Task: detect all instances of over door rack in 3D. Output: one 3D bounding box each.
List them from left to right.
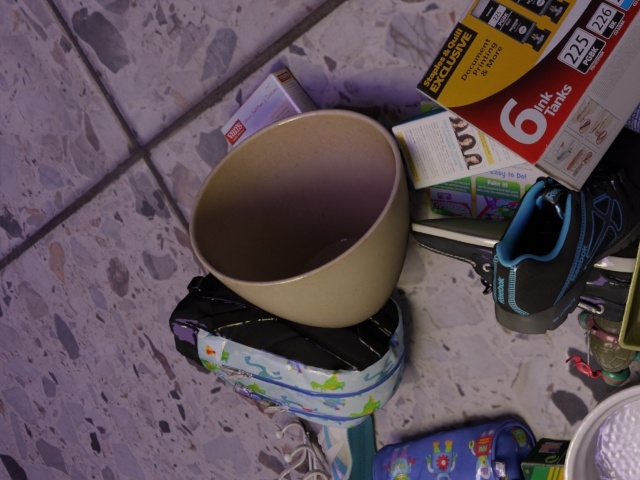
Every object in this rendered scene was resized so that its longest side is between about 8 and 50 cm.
[{"bbox_3d":[-0.015,0.539,1.944,0.239,0.108,0.324,-130,23,-72],"label":"over door rack"}]

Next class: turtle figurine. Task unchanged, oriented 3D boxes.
[{"bbox_3d":[0.434,0.121,1.435,0.175,0.118,0.234,18,118,31],"label":"turtle figurine"}]

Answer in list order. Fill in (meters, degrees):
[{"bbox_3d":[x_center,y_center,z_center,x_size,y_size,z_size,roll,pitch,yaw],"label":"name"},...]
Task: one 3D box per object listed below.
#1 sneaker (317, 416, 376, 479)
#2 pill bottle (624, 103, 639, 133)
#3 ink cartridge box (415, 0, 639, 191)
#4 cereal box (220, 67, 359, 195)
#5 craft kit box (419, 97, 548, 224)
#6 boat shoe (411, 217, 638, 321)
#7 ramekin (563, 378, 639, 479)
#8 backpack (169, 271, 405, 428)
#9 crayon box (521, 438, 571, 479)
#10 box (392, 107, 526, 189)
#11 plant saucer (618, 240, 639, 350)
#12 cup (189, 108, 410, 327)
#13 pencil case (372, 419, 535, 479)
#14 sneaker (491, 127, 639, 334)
[{"bbox_3d":[0.047,0.399,1.925,0.092,0.087,0.229,24,124,42],"label":"sneaker"},{"bbox_3d":[0.405,-0.197,1.269,0.219,0.123,0.123,28,128,23],"label":"pill bottle"},{"bbox_3d":[0.269,-0.264,1.210,0.272,0.130,0.309,40,104,37],"label":"ink cartridge box"},{"bbox_3d":[-0.044,-0.145,1.711,0.240,0.047,0.173,53,133,3],"label":"cereal box"},{"bbox_3d":[0.270,-0.082,1.492,0.250,0.061,0.247,13,123,34],"label":"craft kit box"},{"bbox_3d":[0.278,0.041,1.423,0.340,0.127,0.113,10,106,28],"label":"boat shoe"},{"bbox_3d":[0.484,0.321,1.420,0.277,0.135,0.277,1,94,17],"label":"ramekin"},{"bbox_3d":[-0.025,0.162,1.733,0.355,0.290,0.273,6,126,29],"label":"backpack"},{"bbox_3d":[0.463,0.477,1.626,0.202,0.081,0.318,-7,109,40],"label":"crayon box"},{"bbox_3d":[0.223,-0.148,1.414,0.244,0.060,0.100,-12,105,42],"label":"box"},{"bbox_3d":[0.487,0.056,1.302,0.188,0.045,0.188,7,111,3],"label":"plant saucer"},{"bbox_3d":[0.000,0.000,1.550,0.331,0.331,0.237,12,148,34],"label":"cup"},{"bbox_3d":[0.226,0.392,1.737,0.306,0.119,0.133,-23,58,45],"label":"pencil case"},{"bbox_3d":[0.328,-0.041,1.271,0.125,0.341,0.140,21,152,34],"label":"sneaker"}]
